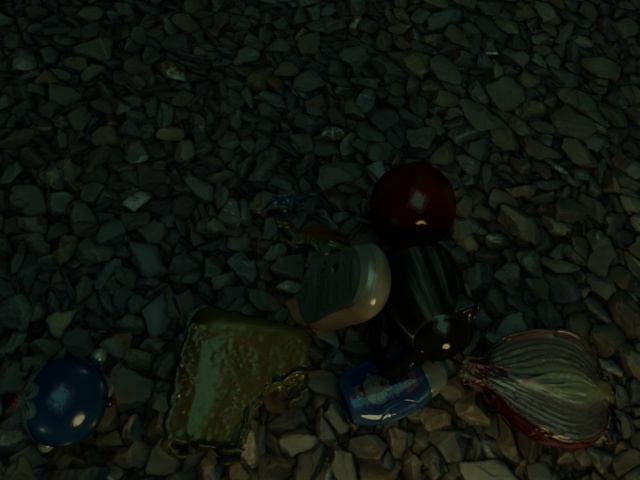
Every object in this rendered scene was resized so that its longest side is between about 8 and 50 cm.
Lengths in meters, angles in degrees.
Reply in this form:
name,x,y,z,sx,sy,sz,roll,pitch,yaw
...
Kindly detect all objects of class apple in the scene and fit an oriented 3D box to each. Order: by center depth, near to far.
name,x,y,z,sx,sy,sz,roll,pitch,yaw
apple,0.233,-0.085,1.317,0.218,0.218,0.202,1,69,-7

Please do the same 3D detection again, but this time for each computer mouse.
name,x,y,z,sx,sy,sz,roll,pitch,yaw
computer mouse,0.064,0.106,1.191,0.121,0.297,0.184,11,64,-27

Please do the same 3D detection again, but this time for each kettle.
name,x,y,z,sx,sy,sz,roll,pitch,yaw
kettle,0.221,0.156,1.160,0.250,0.207,0.271,-13,33,0

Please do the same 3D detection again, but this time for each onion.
name,x,y,z,sx,sy,sz,roll,pitch,yaw
onion,0.470,0.337,1.197,0.348,0.159,0.267,11,54,5

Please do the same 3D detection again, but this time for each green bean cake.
name,x,y,z,sx,sy,sz,roll,pitch,yaw
green bean cake,-0.177,0.318,1.111,0.284,0.202,0.310,18,66,-12

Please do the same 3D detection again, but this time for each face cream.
name,x,y,z,sx,sy,sz,roll,pitch,yaw
face cream,0.176,0.330,1.197,0.263,0.083,0.149,-18,60,-15

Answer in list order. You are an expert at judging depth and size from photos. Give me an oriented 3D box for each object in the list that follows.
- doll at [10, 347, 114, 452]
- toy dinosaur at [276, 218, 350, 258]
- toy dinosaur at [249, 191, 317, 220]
name,x,y,z,sx,sy,sz,roll,pitch,yaw
doll,-0.497,0.311,1.032,0.161,0.257,0.215,17,69,-8
toy dinosaur,-0.002,0.000,1.350,0.211,0.057,0.142,0,46,-20
toy dinosaur,-0.090,-0.094,1.369,0.197,0.045,0.080,-17,45,-24
